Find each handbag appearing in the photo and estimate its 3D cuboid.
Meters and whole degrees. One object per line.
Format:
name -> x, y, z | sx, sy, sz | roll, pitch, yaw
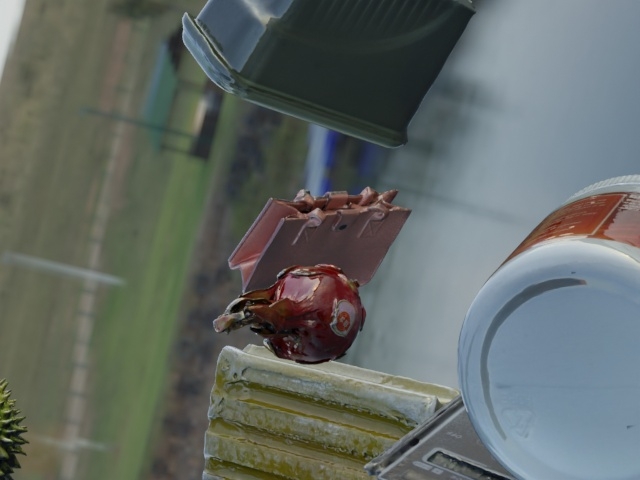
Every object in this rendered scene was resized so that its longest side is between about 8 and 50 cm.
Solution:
handbag -> 0.000, 0.000, 2.353 | 0.157, 0.212, 0.059 | -55, 53, 38

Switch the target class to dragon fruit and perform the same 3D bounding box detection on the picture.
dragon fruit -> -0.022, 0.070, 1.602 | 0.190, 0.094, 0.094 | -9, -63, -62

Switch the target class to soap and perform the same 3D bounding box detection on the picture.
soap -> 0.010, 0.214, 1.893 | 0.089, 0.274, 0.173 | -7, -75, -55

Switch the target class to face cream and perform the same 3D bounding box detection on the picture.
face cream -> 0.218, 0.071, 1.331 | 0.187, 0.201, 0.201 | -39, -31, -60

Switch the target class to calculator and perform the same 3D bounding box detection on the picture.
calculator -> 0.162, 0.164, 1.443 | 0.274, 0.166, 0.028 | -30, -46, -54

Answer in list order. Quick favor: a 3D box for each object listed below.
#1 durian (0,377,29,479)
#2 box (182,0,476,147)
durian -> -0.464, 0.236, 2.104 | 0.291, 0.225, 0.291 | -29, -45, -34
box -> 0.012, -0.221, 1.870 | 0.178, 0.274, 0.138 | -56, 44, 19
